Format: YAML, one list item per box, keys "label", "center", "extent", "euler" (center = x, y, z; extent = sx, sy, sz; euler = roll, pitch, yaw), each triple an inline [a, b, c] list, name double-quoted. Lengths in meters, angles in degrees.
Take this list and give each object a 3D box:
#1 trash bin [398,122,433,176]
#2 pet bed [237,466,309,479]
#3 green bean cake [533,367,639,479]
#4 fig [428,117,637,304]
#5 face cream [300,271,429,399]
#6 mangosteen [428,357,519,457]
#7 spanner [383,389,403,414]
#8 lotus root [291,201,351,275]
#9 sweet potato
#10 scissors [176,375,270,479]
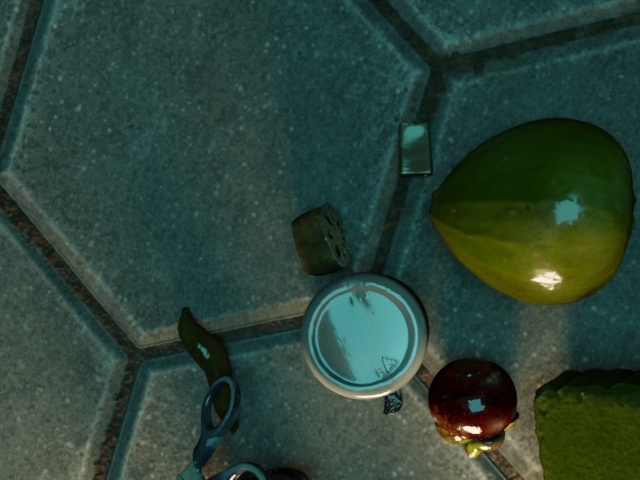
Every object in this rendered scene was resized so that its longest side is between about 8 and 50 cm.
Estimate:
- label: "trash bin"
  center: [0.169, -0.161, 1.214]
  extent: [0.061, 0.043, 0.092]
  euler: [-1, 86, 6]
- label: "pet bed"
  center: [-0.078, 0.510, 1.185]
  extent: [0.183, 0.159, 0.210]
  euler: [-20, 86, 34]
- label: "green bean cake"
  center: [0.482, 0.334, 1.074]
  extent: [0.247, 0.156, 0.249]
  euler: [-11, 86, 45]
- label: "fig"
  center: [0.328, -0.046, 1.078]
  extent: [0.316, 0.316, 0.316]
  euler: [0, 89, 6]
- label: "face cream"
  center: [0.080, 0.153, 1.138]
  extent: [0.201, 0.187, 0.201]
  euler: [-1, 87, 11]
- label: "mangosteen"
  center: [0.262, 0.292, 1.145]
  extent: [0.156, 0.146, 0.181]
  euler: [-6, 89, 4]
- label: "spanner"
  center: [0.146, 0.215, 1.226]
  extent: [0.046, 0.012, 0.208]
  euler: [15, 90, 6]
- label: "lotus root"
  center: [-0.001, 0.000, 1.194]
  extent: [0.081, 0.112, 0.122]
  euler: [-16, 89, 12]
- label: "sweet potato"
  center: [-0.195, 0.235, 1.243]
  extent: [0.069, 0.059, 0.249]
  euler: [-26, 90, 25]
- label: "scissors"
  center: [-0.238, 0.433, 1.186]
  extent: [0.383, 0.029, 0.256]
  euler: [-45, 46, 22]
